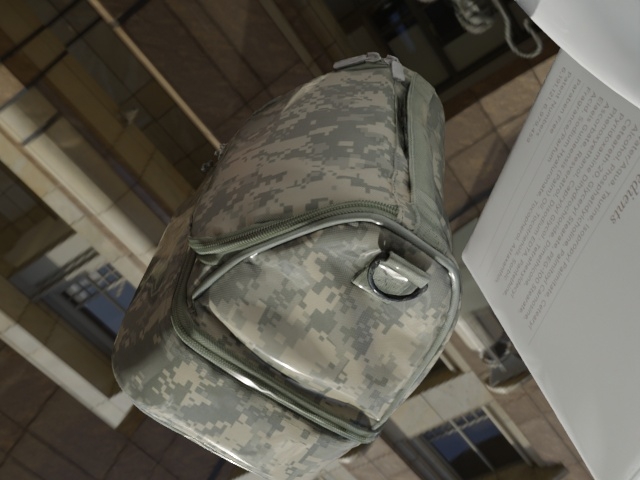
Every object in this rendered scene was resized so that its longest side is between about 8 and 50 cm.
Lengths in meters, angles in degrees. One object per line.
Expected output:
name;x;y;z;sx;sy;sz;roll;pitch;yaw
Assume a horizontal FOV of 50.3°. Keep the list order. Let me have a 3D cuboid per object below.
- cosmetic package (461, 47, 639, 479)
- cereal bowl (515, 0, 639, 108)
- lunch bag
cosmetic package;0.417;0.023;0.742;0.393;0.329;0.327;-109;-149;-51
cereal bowl;0.204;-0.177;0.312;0.141;0.339;0.339;-46;-155;5
lunch bag;0.000;0.000;0.568;0.256;0.212;0.305;-43;-160;28
